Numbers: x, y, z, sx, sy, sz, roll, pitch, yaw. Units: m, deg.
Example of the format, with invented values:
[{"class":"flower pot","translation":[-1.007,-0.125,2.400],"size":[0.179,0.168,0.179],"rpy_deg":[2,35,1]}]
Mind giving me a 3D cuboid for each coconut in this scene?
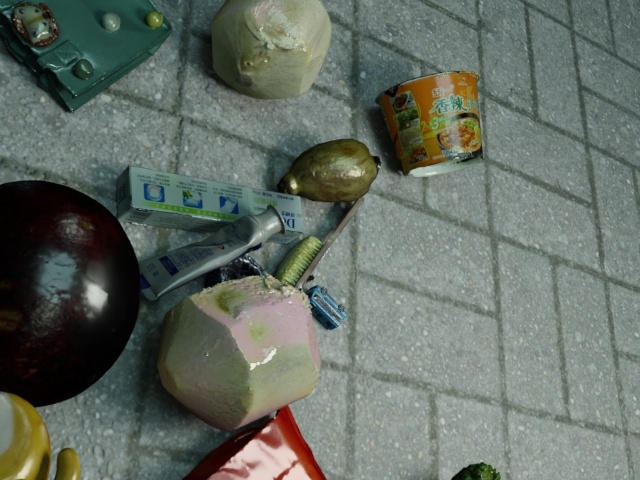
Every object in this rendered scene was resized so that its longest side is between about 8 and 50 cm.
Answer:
[{"class":"coconut","translation":[-0.135,0.170,1.254],"size":[0.245,0.233,0.233],"rpy_deg":[-14,78,-44]},{"class":"coconut","translation":[-0.097,-0.375,1.546],"size":[0.227,0.227,0.230],"rpy_deg":[34,52,-20]}]

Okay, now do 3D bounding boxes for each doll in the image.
[{"class":"doll","translation":[-0.414,0.289,0.976],"size":[0.167,0.269,0.162],"rpy_deg":[-22,78,-38]}]

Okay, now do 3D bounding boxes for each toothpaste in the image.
[{"class":"toothpaste","translation":[-0.186,-0.056,1.430],"size":[0.337,0.067,0.081],"rpy_deg":[9,64,-34]},{"class":"toothpaste","translation":[-0.184,0.018,1.351],"size":[0.266,0.061,0.096],"rpy_deg":[-26,44,-23]}]

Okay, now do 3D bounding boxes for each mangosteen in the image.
[{"class":"mangosteen","translation":[-0.406,0.059,1.049],"size":[0.347,0.307,0.306],"rpy_deg":[22,57,-46]}]

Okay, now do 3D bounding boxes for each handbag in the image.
[{"class":"handbag","translation":[-0.414,-0.392,1.390],"size":[0.268,0.100,0.274],"rpy_deg":[52,49,-7]}]

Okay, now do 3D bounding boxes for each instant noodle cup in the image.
[{"class":"instant noodle cup","translation":[0.246,-0.241,1.751],"size":[0.230,0.230,0.182],"rpy_deg":[-7,84,-39]}]

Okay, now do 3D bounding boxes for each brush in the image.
[{"class":"brush","translation":[0.000,-0.002,1.549],"size":[0.067,0.072,0.313],"rpy_deg":[37,50,0]}]

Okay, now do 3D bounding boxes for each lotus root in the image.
[{"class":"lotus root","translation":[0.017,-0.130,1.573],"size":[0.214,0.138,0.138],"rpy_deg":[-14,79,-29]}]

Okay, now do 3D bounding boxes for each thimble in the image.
[{"class":"thimble","translation":[-0.142,0.076,1.403],"size":[0.104,0.066,0.095],"rpy_deg":[55,46,-4]}]

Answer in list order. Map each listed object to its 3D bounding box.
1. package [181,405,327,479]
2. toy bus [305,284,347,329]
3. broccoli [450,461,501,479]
[{"class":"package","translation":[-0.136,0.421,1.214],"size":[0.423,0.123,0.196],"rpy_deg":[-34,94,-40]},{"class":"toy bus","translation":[0.007,0.124,1.511],"size":[0.083,0.038,0.046],"rpy_deg":[45,53,-11]},{"class":"broccoli","translation":[0.304,0.549,1.388],"size":[0.303,0.284,0.321],"rpy_deg":[-71,147,-48]}]
